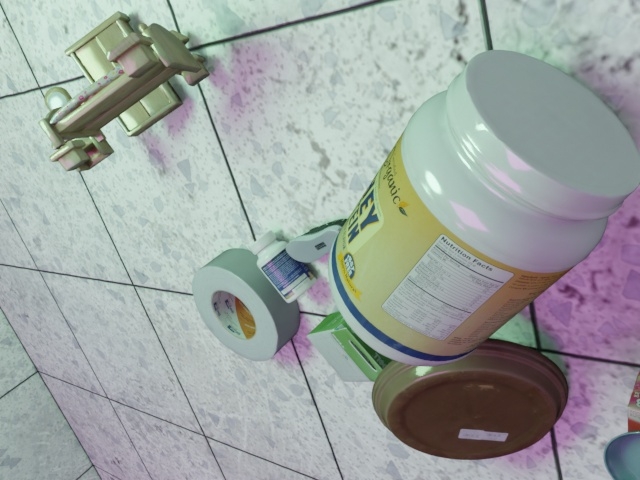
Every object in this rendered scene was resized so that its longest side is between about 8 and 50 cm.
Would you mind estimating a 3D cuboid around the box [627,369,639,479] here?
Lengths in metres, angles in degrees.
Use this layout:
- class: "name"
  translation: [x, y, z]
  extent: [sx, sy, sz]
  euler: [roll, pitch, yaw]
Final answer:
- class: "box"
  translation: [0.481, 0.220, 0.640]
  extent: [0.256, 0.122, 0.128]
  euler: [8, 124, 37]

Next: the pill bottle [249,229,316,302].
- class: "pill bottle"
  translation: [-0.067, 0.044, 1.029]
  extent: [0.120, 0.067, 0.067]
  euler: [51, 138, -2]

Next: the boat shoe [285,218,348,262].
- class: "boat shoe"
  translation: [0.000, 0.000, 0.960]
  extent: [0.142, 0.040, 0.049]
  euler: [-19, 115, 47]

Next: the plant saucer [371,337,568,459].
- class: "plant saucer"
  translation: [0.212, 0.240, 0.852]
  extent: [0.277, 0.041, 0.278]
  euler: [3, 132, 3]

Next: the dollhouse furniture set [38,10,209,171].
- class: "dollhouse furniture set"
  translation: [-0.347, -0.233, 0.847]
  extent: [0.303, 0.355, 0.174]
  euler: [-33, 98, 9]

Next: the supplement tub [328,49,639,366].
- class: "supplement tub"
  translation: [0.162, -0.023, 0.662]
  extent: [0.228, 0.228, 0.316]
  euler: [41, 137, 10]

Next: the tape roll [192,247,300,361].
- class: "tape roll"
  translation: [-0.147, 0.126, 1.154]
  extent: [0.219, 0.072, 0.219]
  euler: [23, 132, 28]

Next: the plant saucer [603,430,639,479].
- class: "plant saucer"
  translation: [0.373, 0.248, 0.644]
  extent: [0.119, 0.021, 0.119]
  euler: [24, 134, 28]

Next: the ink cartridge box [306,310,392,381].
- class: "ink cartridge box"
  translation: [0.060, 0.170, 0.965]
  extent: [0.109, 0.062, 0.209]
  euler: [51, 159, -1]
